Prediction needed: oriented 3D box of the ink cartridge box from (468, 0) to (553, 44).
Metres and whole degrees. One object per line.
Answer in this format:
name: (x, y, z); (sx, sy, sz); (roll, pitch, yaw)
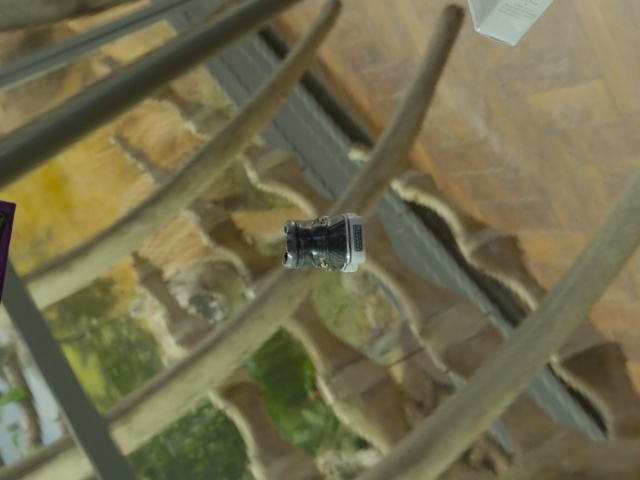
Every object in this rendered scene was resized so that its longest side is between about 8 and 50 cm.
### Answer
ink cartridge box: (0.363, -0.556, 1.923); (0.385, 0.091, 0.308); (-48, 37, 42)

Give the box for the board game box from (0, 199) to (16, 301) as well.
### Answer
board game box: (-0.425, 0.036, 0.921); (0.056, 0.347, 0.208); (-35, 48, 58)

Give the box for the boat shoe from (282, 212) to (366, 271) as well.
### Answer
boat shoe: (0.000, 0.000, 1.267); (0.183, 0.083, 0.065); (117, 151, -85)
